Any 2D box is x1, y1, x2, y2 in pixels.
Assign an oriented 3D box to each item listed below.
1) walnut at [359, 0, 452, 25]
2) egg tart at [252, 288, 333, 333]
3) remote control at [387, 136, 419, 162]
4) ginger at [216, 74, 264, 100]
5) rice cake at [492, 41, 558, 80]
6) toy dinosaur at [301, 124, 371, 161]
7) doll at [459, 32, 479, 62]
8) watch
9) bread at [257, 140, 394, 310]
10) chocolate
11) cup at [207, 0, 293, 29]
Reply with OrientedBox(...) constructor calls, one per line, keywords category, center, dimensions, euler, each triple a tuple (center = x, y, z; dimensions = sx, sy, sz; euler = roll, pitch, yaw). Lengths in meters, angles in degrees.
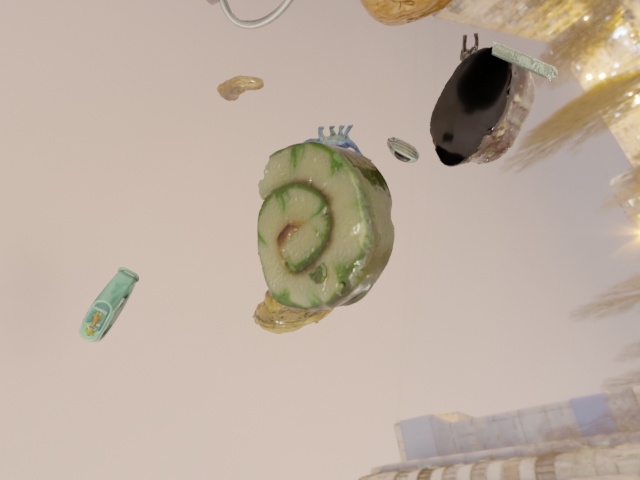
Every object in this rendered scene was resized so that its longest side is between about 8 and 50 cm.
OrientedBox(category="walnut", center=(0.179, -0.547, 0.903), dimensions=(0.193, 0.225, 0.194), euler=(-2, -88, -44))
OrientedBox(category="egg tart", center=(-0.112, 0.242, 1.785), dimensions=(0.351, 0.351, 0.150), euler=(-31, -63, -50))
OrientedBox(category="remote control", center=(0.222, -0.245, 1.204), dimensions=(0.097, 0.045, 0.256), euler=(28, -161, 3))
OrientedBox(category="ginger", center=(-0.233, -0.427, 1.234), dimensions=(0.069, 0.173, 0.051), euler=(19, -97, -43))
OrientedBox(category="rice cake", center=(0.462, -0.413, 1.011), dimensions=(0.033, 0.029, 0.170), euler=(0, -143, -51))
OrientedBox(category="toy dinosaur", center=(0.060, -0.415, 1.805), dimensions=(0.328, 0.145, 0.076), euler=(11, -160, 5))
OrientedBox(category="doll", center=(0.479, -0.549, 1.407), dimensions=(0.057, 0.165, 0.139), euler=(-10, -114, -1))
OrientedBox(category="watch", center=(-0.619, 0.194, 1.301), dimensions=(0.068, 0.237, 0.195), euler=(29, -166, -9))
OrientedBox(category="bread", center=(-0.017, -0.037, 0.993), dimensions=(0.129, 0.366, 0.382), euler=(-3, -129, -51))
OrientedBox(category="chocolate", center=(0.488, -0.371, 1.293), dimensions=(0.209, 0.341, 0.225), euler=(3, -149, -39))
OrientedBox(category="cup", center=(-0.145, -0.697, 1.050), dimensions=(0.237, 0.326, 0.323), euler=(-90, -18, -64))
